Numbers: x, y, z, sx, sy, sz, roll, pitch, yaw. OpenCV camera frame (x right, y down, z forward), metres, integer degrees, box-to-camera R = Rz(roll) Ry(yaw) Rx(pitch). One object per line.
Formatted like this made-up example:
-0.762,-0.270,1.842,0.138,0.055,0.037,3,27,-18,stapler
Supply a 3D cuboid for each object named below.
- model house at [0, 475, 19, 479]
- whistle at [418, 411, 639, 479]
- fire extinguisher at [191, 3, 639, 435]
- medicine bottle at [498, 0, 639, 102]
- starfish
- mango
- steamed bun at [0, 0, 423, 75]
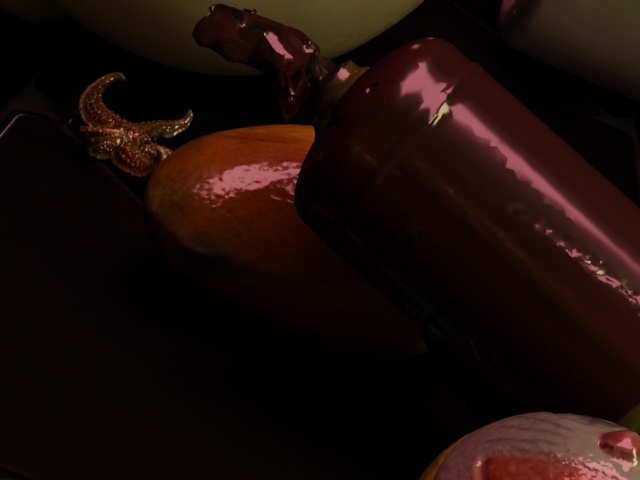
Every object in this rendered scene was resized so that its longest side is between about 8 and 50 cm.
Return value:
-0.171,0.167,0.315,0.294,0.154,0.207,-7,79,-37,model house
0.066,0.129,0.623,0.123,0.123,0.223,27,37,10,whistle
0.090,0.025,0.769,0.341,0.105,0.141,41,7,3,fire extinguisher
0.341,-0.170,1.406,0.388,0.219,0.219,21,22,-3,medicine bottle
-0.091,-0.055,0.987,0.078,0.028,0.091,36,22,15,starfish
0.002,-0.003,0.888,0.165,0.089,0.115,17,32,-5,mango
-0.071,-0.265,1.085,0.374,0.334,0.334,52,31,14,steamed bun
